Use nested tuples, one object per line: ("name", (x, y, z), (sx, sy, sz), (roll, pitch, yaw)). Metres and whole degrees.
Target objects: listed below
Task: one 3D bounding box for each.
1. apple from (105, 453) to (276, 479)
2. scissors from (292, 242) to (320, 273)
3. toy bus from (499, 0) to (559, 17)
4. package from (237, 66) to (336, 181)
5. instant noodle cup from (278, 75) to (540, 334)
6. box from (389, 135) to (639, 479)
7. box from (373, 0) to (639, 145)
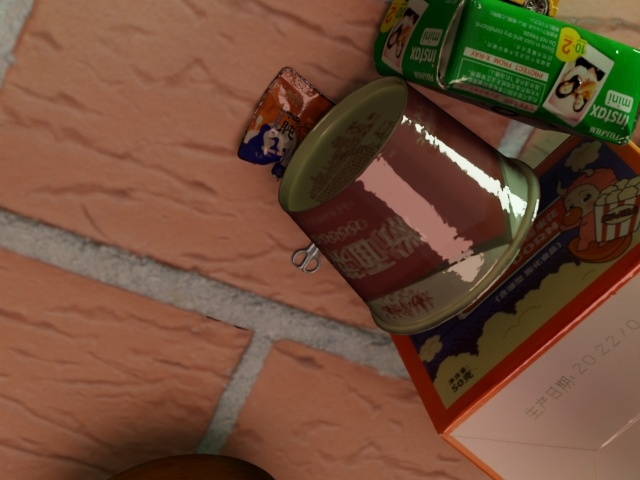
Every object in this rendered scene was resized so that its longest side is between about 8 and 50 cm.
("apple", (-0.140, 0.405, 1.279), (0.340, 0.339, 0.339), (-6, 112, -14))
("scissors", (0.000, 0.000, 1.335), (0.036, 0.006, 0.083), (29, 100, -26))
("toy bus", (0.176, -0.286, 1.238), (0.162, 0.069, 0.074), (16, 105, -22))
("package", (-0.037, -0.121, 1.264), (0.077, 0.033, 0.110), (32, 85, -2))
("instant noodle cup", (0.079, -0.045, 1.215), (0.178, 0.235, 0.235), (40, 96, -24))
("box", (0.312, 0.110, 1.311), (0.349, 0.257, 0.318), (-44, 118, 12))
("box", (0.198, -0.181, 1.227), (0.250, 0.180, 0.103), (13, 97, -22))
